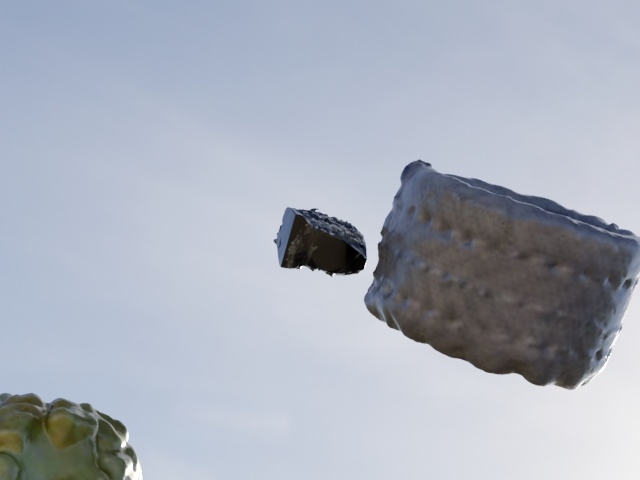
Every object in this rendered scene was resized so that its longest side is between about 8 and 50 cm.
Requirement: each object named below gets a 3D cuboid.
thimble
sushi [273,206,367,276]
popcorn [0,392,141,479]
[{"bbox_3d":[0.170,0.032,1.509,0.245,0.157,0.217,23,8,31],"label":"thimble"},{"bbox_3d":[0.000,0.000,1.609,0.083,0.056,0.084,13,11,-12],"label":"sushi"},{"bbox_3d":[-0.256,0.235,1.348,0.181,0.217,0.235,8,-21,22],"label":"popcorn"}]
